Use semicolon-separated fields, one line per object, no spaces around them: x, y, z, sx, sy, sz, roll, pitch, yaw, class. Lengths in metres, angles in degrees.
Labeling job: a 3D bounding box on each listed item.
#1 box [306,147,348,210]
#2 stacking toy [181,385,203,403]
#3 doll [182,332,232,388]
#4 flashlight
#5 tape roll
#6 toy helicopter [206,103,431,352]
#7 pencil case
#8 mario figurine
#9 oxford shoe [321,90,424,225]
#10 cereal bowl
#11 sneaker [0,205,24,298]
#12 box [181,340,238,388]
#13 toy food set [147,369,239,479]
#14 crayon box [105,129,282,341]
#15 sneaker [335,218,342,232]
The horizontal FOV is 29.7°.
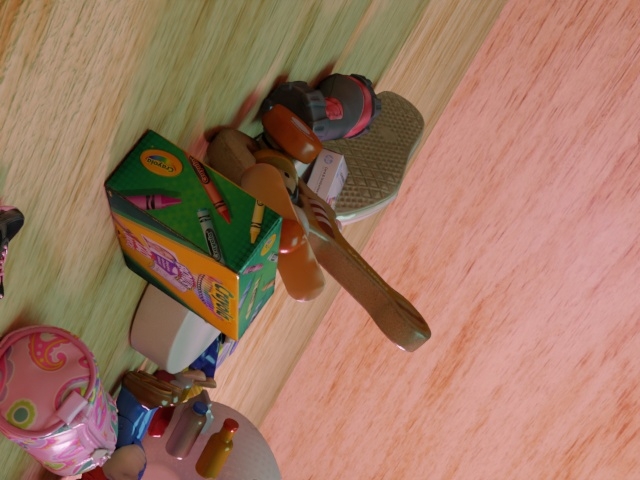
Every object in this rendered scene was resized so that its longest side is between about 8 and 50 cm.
-0.010;-0.034;1.786;0.145;0.038;0.186;60;50;-81;box
-0.236;0.390;2.230;0.052;0.167;0.221;-13;153;-36;stacking toy
-0.173;0.144;1.980;0.129;0.046;0.189;47;51;-55;doll
0.002;-0.188;1.702;0.103;0.103;0.304;-54;169;15;flashlight
-0.135;0.017;1.750;0.392;0.072;0.392;-55;172;-11;tape roll
0.000;0.000;1.446;0.140;0.355;0.235;-44;-179;12;toy helicopter
-0.282;0.180;1.305;0.124;0.124;0.284;-54;171;-19;pencil case
-0.290;0.366;1.817;0.198;0.170;0.320;26;90;-48;mario figurine
0.060;-0.124;2.108;0.130;0.169;0.449;-49;-179;34;oxford shoe
-0.233;0.448;2.071;0.141;0.339;0.339;-1;127;-55;cereal bowl
-0.268;0.023;0.961;0.119;0.057;0.047;-54;170;-32;sneaker
-0.196;0.202;2.266;0.178;0.042;0.109;-47;168;-50;box
-0.213;0.266;1.952;0.104;0.111;0.232;-61;-150;21;toy food set
-0.134;0.004;1.322;0.081;0.165;0.278;-54;172;-18;crayon box
-0.035;0.002;1.907;0.134;0.051;0.070;-38;148;30;sneaker
